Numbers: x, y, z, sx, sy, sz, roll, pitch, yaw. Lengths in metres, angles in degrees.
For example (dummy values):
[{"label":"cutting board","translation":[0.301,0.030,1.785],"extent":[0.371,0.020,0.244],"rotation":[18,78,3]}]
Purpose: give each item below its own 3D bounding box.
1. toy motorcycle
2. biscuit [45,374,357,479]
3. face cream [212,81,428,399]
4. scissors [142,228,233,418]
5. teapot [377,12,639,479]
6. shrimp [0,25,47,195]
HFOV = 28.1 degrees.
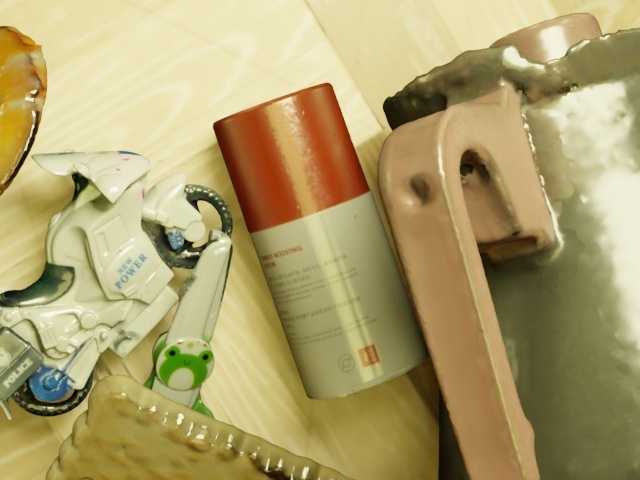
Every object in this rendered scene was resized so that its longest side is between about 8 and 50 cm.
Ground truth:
[{"label":"toy motorcycle","translation":[-0.178,0.020,0.915],"extent":[0.150,0.102,0.221],"rotation":[44,86,-19]},{"label":"biscuit","translation":[-0.053,0.238,0.938],"extent":[0.325,0.044,0.217],"rotation":[25,113,-9]},{"label":"face cream","translation":[0.000,0.000,0.936],"extent":[0.096,0.096,0.214],"rotation":[-20,95,-6]},{"label":"scissors","translation":[-0.099,0.088,0.927],"extent":[0.101,0.027,0.204],"rotation":[12,109,-25]},{"label":"teapot","translation":[0.174,0.032,0.846],"extent":[0.306,0.376,0.361],"rotation":[-19,85,35]},{"label":"shrimp","translation":[-0.279,-0.046,0.893],"extent":[0.248,0.150,0.068],"rotation":[-47,138,7]}]
